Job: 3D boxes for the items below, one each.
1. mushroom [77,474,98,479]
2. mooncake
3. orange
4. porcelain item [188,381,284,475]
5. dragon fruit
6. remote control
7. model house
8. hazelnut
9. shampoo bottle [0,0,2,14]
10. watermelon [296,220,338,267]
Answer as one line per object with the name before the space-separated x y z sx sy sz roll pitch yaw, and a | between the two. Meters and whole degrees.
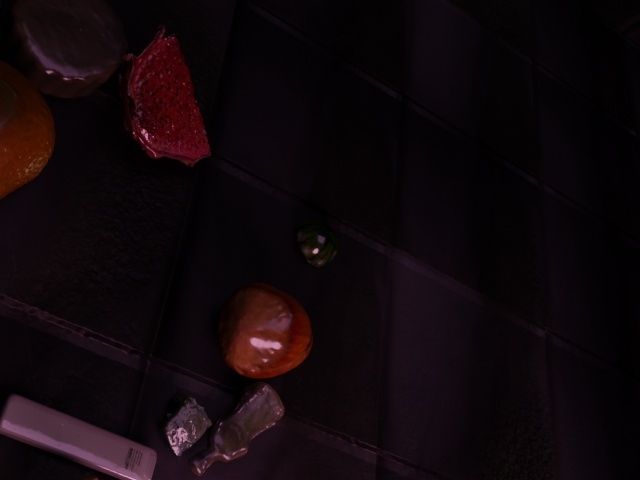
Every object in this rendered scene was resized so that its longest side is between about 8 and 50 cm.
mushroom | -0.302 0.465 1.385 0.247 0.108 0.096 59 3 3
mooncake | -0.486 -0.371 1.746 0.228 0.124 0.228 17 59 -31
orange | -0.589 -0.189 1.519 0.262 0.196 0.334 43 50 9
porcelain item | -0.151 0.336 1.611 0.216 0.069 0.081 -41 105 -48
dragon fruit | -0.332 -0.261 1.782 0.161 0.126 0.274 -33 117 -40
remote control | -0.379 0.317 1.464 0.261 0.029 0.067 28 49 -21
model house | -0.238 0.309 1.572 0.083 0.066 0.078 -43 106 -29
hazelnut | -0.106 0.172 1.697 0.182 0.182 0.182 21 52 -29
shampoo bottle | -0.706 -0.409 1.621 0.284 0.071 0.153 17 56 -29
watermelon | 0.000 0.000 1.960 0.105 0.062 0.105 30 44 -34
